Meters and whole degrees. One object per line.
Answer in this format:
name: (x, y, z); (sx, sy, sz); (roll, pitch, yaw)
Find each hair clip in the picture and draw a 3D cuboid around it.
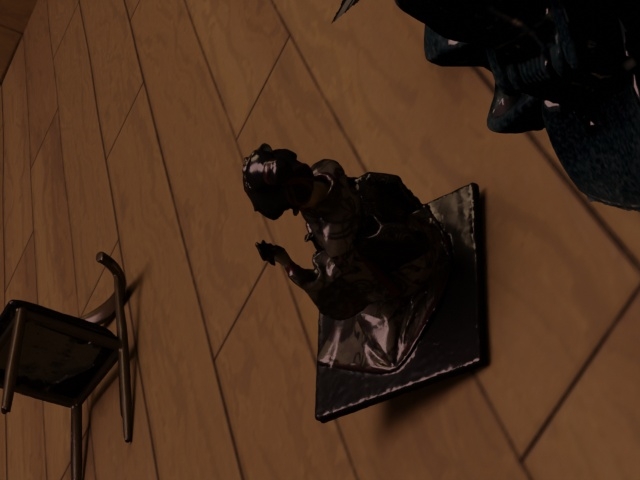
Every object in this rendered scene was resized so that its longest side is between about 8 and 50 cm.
hair clip: (0.171, -0.147, 0.718); (0.206, 0.194, 0.310); (-48, 14, -21)

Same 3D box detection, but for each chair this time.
chair: (-0.333, 0.150, 1.595); (0.188, 0.166, 0.272); (-49, 31, 40)

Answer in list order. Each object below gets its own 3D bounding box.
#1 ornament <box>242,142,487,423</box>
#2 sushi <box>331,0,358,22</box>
ornament: (0.000, 0.000, 0.909); (0.153, 0.196, 0.166); (-23, 49, 33)
sushi: (0.169, -0.327, 1.003); (0.339, 0.069, 0.320); (-30, 31, 56)
